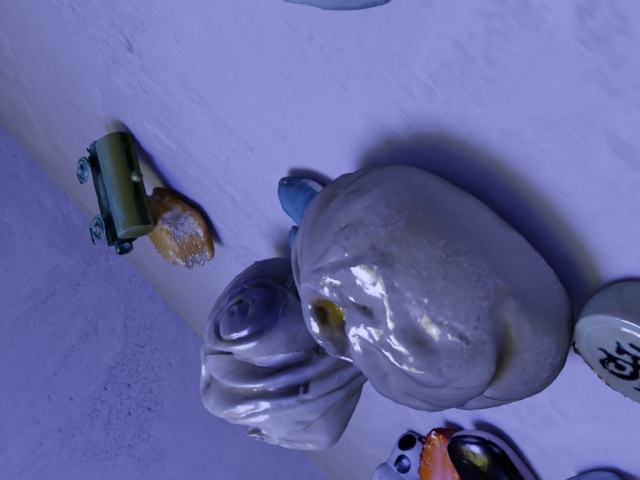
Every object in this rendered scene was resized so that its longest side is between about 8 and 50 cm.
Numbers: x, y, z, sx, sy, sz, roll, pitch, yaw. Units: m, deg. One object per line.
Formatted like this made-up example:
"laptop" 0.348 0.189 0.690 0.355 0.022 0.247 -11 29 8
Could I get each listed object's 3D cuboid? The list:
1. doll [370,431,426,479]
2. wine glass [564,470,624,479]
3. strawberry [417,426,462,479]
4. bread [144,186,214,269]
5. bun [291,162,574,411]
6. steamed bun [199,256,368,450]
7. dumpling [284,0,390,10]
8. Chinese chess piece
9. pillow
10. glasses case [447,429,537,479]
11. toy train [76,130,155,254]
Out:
"doll" 0.193 0.539 1.475 0.110 0.181 0.107 34 168 30
"wine glass" 0.408 0.352 0.876 0.074 0.074 0.262 43 160 12
"strawberry" 0.290 0.473 1.284 0.190 0.111 0.237 33 133 57
"bread" -0.375 -0.033 1.630 0.245 0.121 0.174 32 140 46
"bun" 0.110 0.080 0.768 0.365 0.219 0.365 41 162 17
"steamed bun" -0.084 0.179 1.154 0.394 0.346 0.238 60 173 34
"dumpling" 0.037 -0.258 0.504 0.219 0.153 0.108 5 173 44
"Chinese chess piece" 0.324 0.107 0.622 0.144 0.058 0.144 40 158 19
"pillow" 0.000 0.000 1.026 0.214 0.086 0.233 39 156 36
"glasses case" 0.344 0.465 1.159 0.122 0.075 0.314 -18 114 48
"toy train" -0.513 -0.122 1.571 0.189 0.126 0.308 -30 73 51
